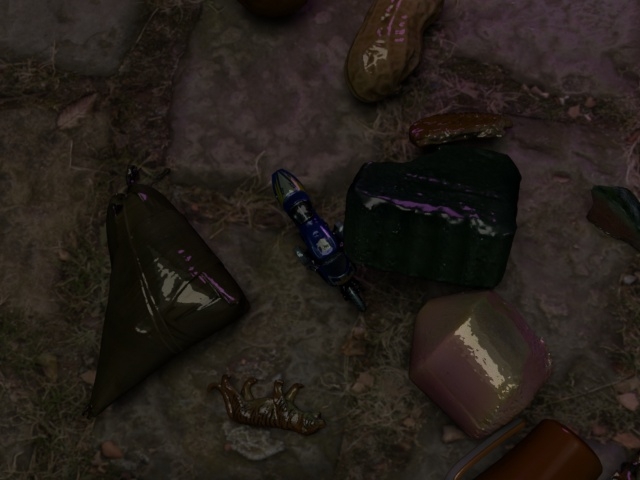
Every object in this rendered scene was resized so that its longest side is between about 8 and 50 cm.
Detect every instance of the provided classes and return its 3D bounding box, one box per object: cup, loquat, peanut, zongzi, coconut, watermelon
[{"bbox_3d":[0.340,0.429,1.357,0.264,0.182,0.226,-43,103,-12],"label":"cup"},{"bbox_3d":[-0.104,-0.591,1.710,0.208,0.208,0.208,-2,74,8],"label":"loquat"},{"bbox_3d":[0.159,-0.436,1.660,0.153,0.140,0.325,32,78,5],"label":"peanut"},{"bbox_3d":[-0.403,0.071,1.580,0.418,0.181,0.447,-39,70,-3],"label":"zongzi"},{"bbox_3d":[0.275,0.203,1.423,0.233,0.233,0.245,-40,80,-4],"label":"coconut"},{"bbox_3d":[0.595,-0.046,1.531,0.101,0.080,0.155,-29,65,-38],"label":"watermelon"}]

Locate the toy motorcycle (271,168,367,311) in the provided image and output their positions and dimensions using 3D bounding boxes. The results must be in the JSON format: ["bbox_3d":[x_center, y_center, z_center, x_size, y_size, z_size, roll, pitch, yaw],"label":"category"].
[{"bbox_3d":[0.000,0.000,1.539,0.113,0.169,0.315,-32,73,-1],"label":"toy motorcycle"}]

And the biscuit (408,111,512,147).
[{"bbox_3d":[0.273,-0.224,1.566,0.176,0.228,0.031,14,118,34],"label":"biscuit"}]

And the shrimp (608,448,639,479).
[{"bbox_3d":[0.543,0.501,1.372,0.145,0.059,0.254,33,82,13],"label":"shrimp"}]

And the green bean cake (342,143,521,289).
[{"bbox_3d":[0.210,-0.059,1.468,0.300,0.169,0.308,12,35,9],"label":"green bean cake"}]

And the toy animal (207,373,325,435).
[{"bbox_3d":[-0.107,0.318,1.521,0.241,0.057,0.099,4,75,9],"label":"toy animal"}]
